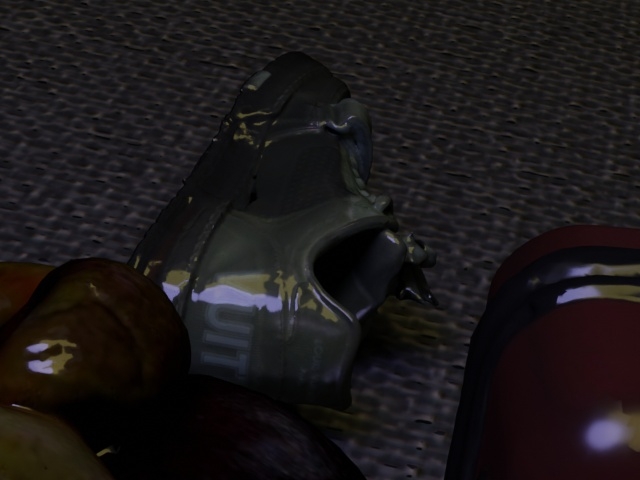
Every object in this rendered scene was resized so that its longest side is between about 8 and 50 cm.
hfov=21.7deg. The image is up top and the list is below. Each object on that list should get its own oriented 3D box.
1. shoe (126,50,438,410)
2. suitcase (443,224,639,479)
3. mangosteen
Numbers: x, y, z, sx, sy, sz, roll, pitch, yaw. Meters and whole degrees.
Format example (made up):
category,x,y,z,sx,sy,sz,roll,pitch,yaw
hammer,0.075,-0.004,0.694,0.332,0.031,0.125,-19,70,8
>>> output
category,x,y,z,sx,sy,sz,roll,pitch,yaw
shoe,0.001,-0.002,0.921,0.149,0.109,0.293,17,35,10
suitcase,0.139,0.153,0.495,0.236,0.297,0.161,6,21,2
mangosteen,-0.091,0.126,0.509,0.233,0.287,0.287,21,34,14
